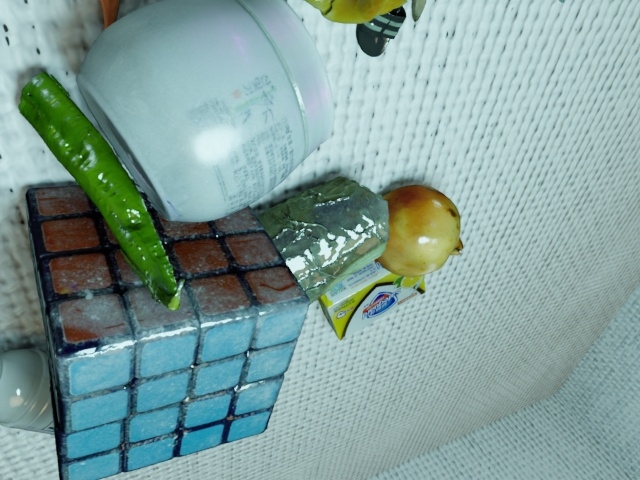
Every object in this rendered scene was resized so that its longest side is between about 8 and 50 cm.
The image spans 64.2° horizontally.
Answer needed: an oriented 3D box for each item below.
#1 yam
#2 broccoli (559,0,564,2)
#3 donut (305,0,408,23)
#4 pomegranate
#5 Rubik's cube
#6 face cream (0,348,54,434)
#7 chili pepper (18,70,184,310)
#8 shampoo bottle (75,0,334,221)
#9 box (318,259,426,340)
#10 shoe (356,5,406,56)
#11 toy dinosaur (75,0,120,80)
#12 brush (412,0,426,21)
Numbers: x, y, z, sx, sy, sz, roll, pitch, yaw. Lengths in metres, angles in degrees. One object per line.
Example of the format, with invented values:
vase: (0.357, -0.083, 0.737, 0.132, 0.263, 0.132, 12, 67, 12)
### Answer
yam: (-0.002, -0.005, 0.993, 0.271, 0.202, 0.201, -21, 112, -8)
broccoli: (0.421, -0.464, 0.756, 0.198, 0.275, 0.177, 38, 90, -16)
donut: (0.060, -0.454, 0.620, 0.360, 0.170, 0.360, -17, 137, -17)
pomegranate: (0.201, -0.019, 1.105, 0.209, 0.209, 0.209, -18, 137, -18)
Rubik's cube: (-0.261, 0.127, 0.833, 0.344, 0.344, 0.337, -7, 133, -28)
face cream: (-0.535, 0.280, 0.952, 0.145, 0.145, 0.369, -42, 140, 8)
chili pepper: (-0.271, -0.061, 0.656, 0.085, 0.359, 0.076, -43, 170, 32)
shampoo bottle: (-0.143, -0.177, 0.672, 0.266, 0.273, 0.273, -34, 141, -20)
box: (0.124, 0.113, 1.267, 0.265, 0.097, 0.168, -27, 139, -9)
shoe: (0.111, -0.377, 0.818, 0.071, 0.049, 0.179, -4, 131, -30)
toy dinosaur: (-0.264, -0.320, 0.616, 0.279, 0.055, 0.101, -55, 158, 19)
brush: (0.173, -0.449, 0.815, 0.070, 0.021, 0.196, -14, 138, -23)
